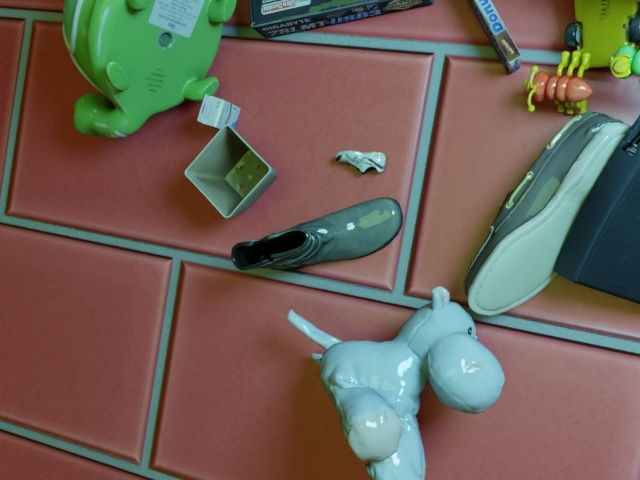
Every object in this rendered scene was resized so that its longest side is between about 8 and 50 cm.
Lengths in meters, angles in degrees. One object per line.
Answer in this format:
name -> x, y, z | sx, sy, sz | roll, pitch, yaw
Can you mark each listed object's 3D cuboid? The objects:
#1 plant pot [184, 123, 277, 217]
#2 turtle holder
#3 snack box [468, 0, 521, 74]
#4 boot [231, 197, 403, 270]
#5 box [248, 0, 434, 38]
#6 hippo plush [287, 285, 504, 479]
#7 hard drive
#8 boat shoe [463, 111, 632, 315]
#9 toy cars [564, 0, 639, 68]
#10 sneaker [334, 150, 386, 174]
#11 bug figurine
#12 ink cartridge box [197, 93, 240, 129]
plant pot -> -0.134, -0.109, 1.019 | 0.109, 0.096, 0.109 | 46, 102, 11
turtle holder -> -0.299, -0.330, 1.024 | 0.227, 0.243, 0.320 | 37, 139, 29
snack box -> 0.247, -0.334, 0.919 | 0.022, 0.064, 0.178 | -28, 82, 13
boot -> 0.000, 0.000, 0.942 | 0.246, 0.161, 0.083 | -20, 84, 16
box -> 0.020, -0.500, 0.989 | 0.295, 0.073, 0.293 | -5, 87, 18
hippo plush -> 0.138, 0.208, 0.908 | 0.236, 0.234, 0.294 | -30, 38, -2
hard drive -> 0.436, -0.032, 0.803 | 0.172, 0.054, 0.255 | 18, 116, -3
boat shoe -> 0.311, -0.037, 0.882 | 0.116, 0.097, 0.324 | 25, 109, -29
toy cars -> 0.467, -0.259, 0.837 | 0.394, 0.087, 0.176 | 51, 138, 9
sneaker -> 0.062, -0.124, 0.992 | 0.083, 0.032, 0.037 | 4, 91, 18
bug figurine -> 0.361, -0.291, 0.801 | 0.216, 0.072, 0.279 | 13, 120, 39
ink cartridge box -> -0.169, -0.210, 1.036 | 0.028, 0.083, 0.048 | 19, 96, 17
